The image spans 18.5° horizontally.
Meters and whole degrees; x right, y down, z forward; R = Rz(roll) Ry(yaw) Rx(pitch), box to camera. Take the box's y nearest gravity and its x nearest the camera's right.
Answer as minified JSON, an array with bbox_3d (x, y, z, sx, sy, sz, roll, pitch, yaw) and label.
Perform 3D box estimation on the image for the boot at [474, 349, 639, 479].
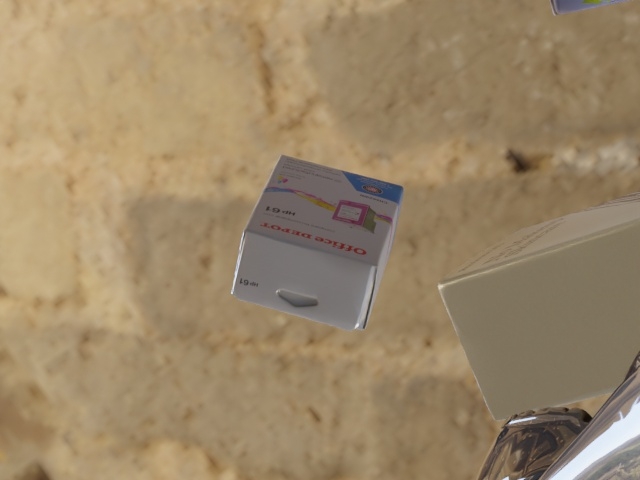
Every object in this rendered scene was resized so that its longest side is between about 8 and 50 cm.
[{"bbox_3d":[0.086,0.157,0.663,0.118,0.222,0.338,35,-20,1],"label":"boot"}]

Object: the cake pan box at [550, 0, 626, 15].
[{"bbox_3d":[0.235,-0.267,1.163,0.246,0.267,0.070,-11,-40,7],"label":"cake pan box"}]

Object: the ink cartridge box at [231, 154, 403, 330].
[{"bbox_3d":[0.000,0.000,1.268,0.089,0.122,0.052,15,-61,3],"label":"ink cartridge box"}]

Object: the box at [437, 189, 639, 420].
[{"bbox_3d":[0.209,0.015,1.093,0.275,0.113,0.094,-19,-84,40],"label":"box"}]
